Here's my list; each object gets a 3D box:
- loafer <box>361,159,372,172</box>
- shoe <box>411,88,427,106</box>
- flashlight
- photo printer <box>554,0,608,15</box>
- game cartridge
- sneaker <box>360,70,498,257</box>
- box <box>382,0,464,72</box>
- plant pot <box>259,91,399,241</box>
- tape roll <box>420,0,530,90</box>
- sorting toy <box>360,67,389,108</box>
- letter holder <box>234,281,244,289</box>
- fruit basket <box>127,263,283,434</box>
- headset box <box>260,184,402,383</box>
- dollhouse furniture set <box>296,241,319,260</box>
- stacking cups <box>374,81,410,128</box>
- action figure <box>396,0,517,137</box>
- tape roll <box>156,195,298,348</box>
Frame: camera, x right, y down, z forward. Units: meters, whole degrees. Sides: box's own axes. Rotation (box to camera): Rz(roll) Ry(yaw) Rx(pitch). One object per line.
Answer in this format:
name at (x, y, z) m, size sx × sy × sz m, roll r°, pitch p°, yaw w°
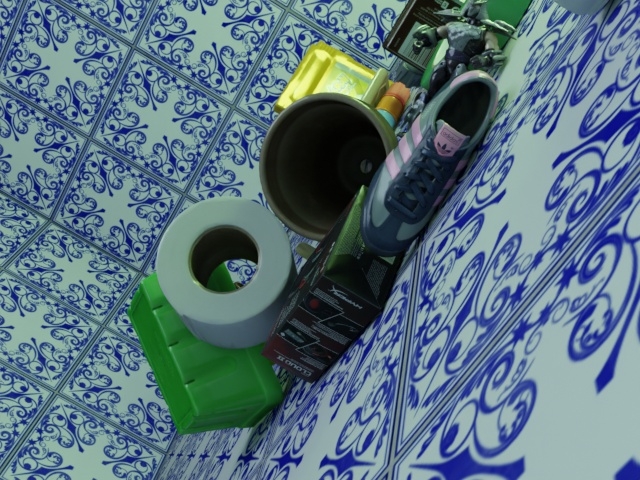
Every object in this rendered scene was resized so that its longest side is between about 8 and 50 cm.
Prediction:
loafer at (0.106, -0.124, 2.094) m, size 0.302 × 0.095 × 0.109 m, roll -60°, pitch -26°, yaw -60°
shoe at (0.235, -0.309, 1.951) m, size 0.077 × 0.058 × 0.219 m, roll -58°, pitch 6°, yaw 10°
flashlight at (0.290, -0.516, 2.335) m, size 0.304 × 0.103 × 0.103 m, roll -51°, pitch 12°, yaw 47°
photo printer at (0.390, -0.448, 1.075) m, size 0.307 × 0.107 × 0.256 m, roll -53°, pitch 8°, yaw 42°
game cartridge at (0.061, -0.423, 2.713) m, size 0.285 × 0.323 × 0.053 m, roll -62°, pitch 4°, yaw -25°
sneaker at (0.161, -0.122, 1.358) m, size 0.319 × 0.112 × 0.131 m, roll -61°, pitch 3°, yaw -6°
box at (0.252, -0.462, 2.026) m, size 0.167 × 0.168 × 0.203 m, roll -59°, pitch 6°, yaw 12°
plant pot at (0.048, -0.138, 1.680) m, size 0.263 × 0.263 × 0.229 m, roll -57°, pitch -14°, yaw 18°
tape roll at (0.312, -0.419, 1.764) m, size 0.321 × 0.077 × 0.321 m, roll -58°, pitch 6°, yaw 10°
sorting toy at (0.148, -0.360, 2.580) m, size 0.193 × 0.038 × 0.208 m, roll -62°, pitch -25°, yaw -20°
letter holder at (-0.166, 0.143, 2.313) m, size 0.152 × 0.214 × 0.302 m, roll -60°, pitch 5°, yaw -3°
fruit basket at (-0.174, 0.195, 1.883) m, size 0.392 × 0.392 × 0.283 m, roll -63°, pitch 7°, yaw -33°
headset box at (0.021, 0.085, 1.507) m, size 0.293 × 0.110 × 0.218 m, roll -54°, pitch 8°, yaw 48°
dollhouse furniture set at (0.000, 0.000, 2.064) m, size 0.144 × 0.123 × 0.151 m, roll -58°, pitch 6°, yaw 16°
stacking cups at (0.165, -0.314, 2.479) m, size 0.316 × 0.096 × 0.096 m, roll -59°, pitch 5°, yaw -29°
action figure at (0.230, -0.297, 1.574) m, size 0.185 × 0.099 × 0.285 m, roll 28°, pitch 100°, yaw 47°
tape roll at (-0.165, 0.062, 1.669) m, size 0.246 × 0.246 × 0.169 m, roll -61°, pitch -13°, yaw -17°
